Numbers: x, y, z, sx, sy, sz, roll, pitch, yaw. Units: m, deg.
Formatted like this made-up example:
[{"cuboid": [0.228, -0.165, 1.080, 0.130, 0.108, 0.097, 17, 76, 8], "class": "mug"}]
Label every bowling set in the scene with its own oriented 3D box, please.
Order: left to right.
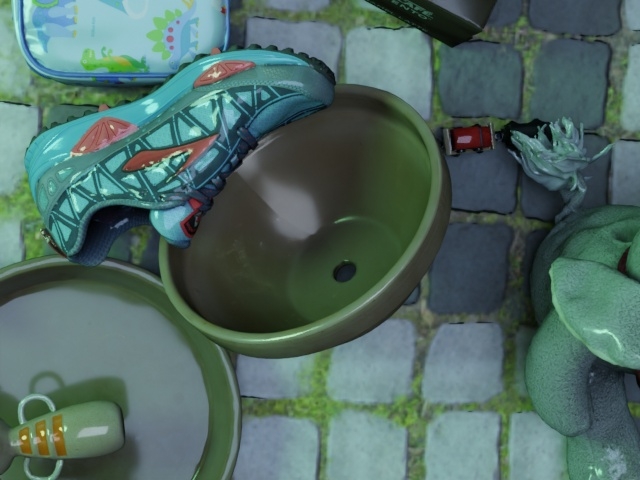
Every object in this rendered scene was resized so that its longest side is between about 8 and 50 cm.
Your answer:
[{"cuboid": [-0.209, 0.264, 0.816, 0.154, 0.200, 0.287, -8, 91, -7], "class": "bowling set"}]

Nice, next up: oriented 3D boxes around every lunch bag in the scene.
[{"cuboid": [-0.159, -0.231, 0.883, 0.176, 0.090, 0.219, -2, 93, -9], "class": "lunch bag"}]

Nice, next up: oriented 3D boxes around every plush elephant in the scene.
[{"cuboid": [0.287, 0.050, 0.866, 0.272, 0.255, 0.330, -34, 104, -6], "class": "plush elephant"}]

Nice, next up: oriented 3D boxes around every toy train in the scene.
[{"cuboid": [0.125, -0.086, 0.960, 0.158, 0.036, 0.027, -6, 94, -8], "class": "toy train"}]

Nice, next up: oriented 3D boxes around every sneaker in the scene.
[{"cuboid": [-0.099, -0.055, 0.862, 0.261, 0.104, 0.125, -22, 70, 17], "class": "sneaker"}]

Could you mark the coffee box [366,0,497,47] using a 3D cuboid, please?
[{"cuboid": [0.115, -0.303, 0.916, 0.141, 0.098, 0.247, 25, 89, -9], "class": "coffee box"}]

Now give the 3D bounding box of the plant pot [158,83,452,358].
[{"cuboid": [0.000, 0.000, 0.886, 0.237, 0.237, 0.110, -43, 139, -4], "class": "plant pot"}]

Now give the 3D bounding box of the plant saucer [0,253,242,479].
[{"cuboid": [-0.204, 0.148, 0.923, 0.277, 0.041, 0.278, 0, 92, -9], "class": "plant saucer"}]
